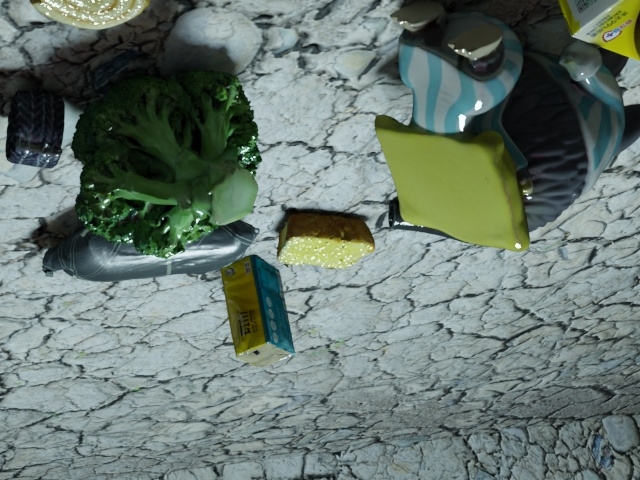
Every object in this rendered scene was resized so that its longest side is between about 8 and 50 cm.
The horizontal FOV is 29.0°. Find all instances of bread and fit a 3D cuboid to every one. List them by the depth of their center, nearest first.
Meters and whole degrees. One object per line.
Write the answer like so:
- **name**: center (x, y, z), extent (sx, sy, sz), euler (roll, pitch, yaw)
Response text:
- **bread**: center (-0.247, -0.280, 1.305), extent (0.122, 0.073, 0.149), euler (-24, 155, 27)
- **bread**: center (0.000, 0.000, 2.088), extent (0.187, 0.065, 0.103), euler (1, 154, -35)

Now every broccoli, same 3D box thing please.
- **broccoli**: center (-0.178, -0.098, 1.550), extent (0.270, 0.269, 0.270), euler (7, -167, -40)

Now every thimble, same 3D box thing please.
- **thimble**: center (-0.358, -0.139, 1.543), extent (0.066, 0.095, 0.104), euler (7, -174, -21)

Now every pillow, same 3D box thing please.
- **pillow**: center (-0.265, 0.012, 1.928), extent (0.335, 0.092, 0.161), euler (-6, 159, -15)

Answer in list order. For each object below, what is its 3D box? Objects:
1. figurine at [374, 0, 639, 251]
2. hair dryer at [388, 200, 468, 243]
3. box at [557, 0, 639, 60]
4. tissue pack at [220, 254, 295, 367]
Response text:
- **figurine**: center (0.279, -0.210, 1.686), extent (0.378, 0.266, 0.361), euler (-38, 139, -29)
- **hair dryer**: center (0.244, -0.096, 2.033), extent (0.236, 0.091, 0.271), euler (2, 141, -12)
- **box**: center (0.439, -0.342, 1.519), extent (0.168, 0.097, 0.265), euler (10, 147, -43)
- **tissue pack**: center (-0.113, 0.127, 2.180), extent (0.082, 0.169, 0.120), euler (-18, 157, 17)
